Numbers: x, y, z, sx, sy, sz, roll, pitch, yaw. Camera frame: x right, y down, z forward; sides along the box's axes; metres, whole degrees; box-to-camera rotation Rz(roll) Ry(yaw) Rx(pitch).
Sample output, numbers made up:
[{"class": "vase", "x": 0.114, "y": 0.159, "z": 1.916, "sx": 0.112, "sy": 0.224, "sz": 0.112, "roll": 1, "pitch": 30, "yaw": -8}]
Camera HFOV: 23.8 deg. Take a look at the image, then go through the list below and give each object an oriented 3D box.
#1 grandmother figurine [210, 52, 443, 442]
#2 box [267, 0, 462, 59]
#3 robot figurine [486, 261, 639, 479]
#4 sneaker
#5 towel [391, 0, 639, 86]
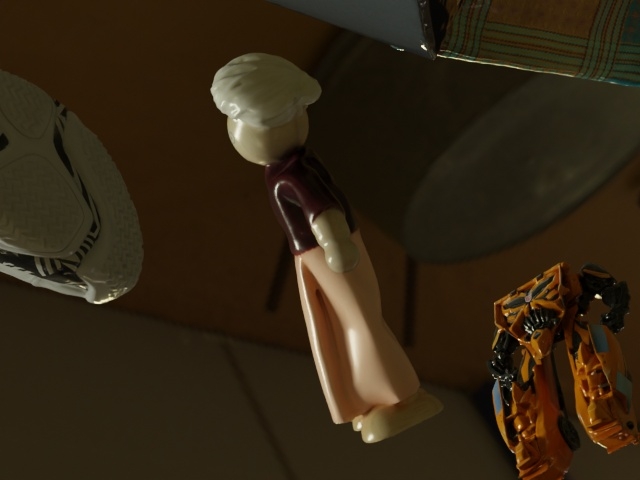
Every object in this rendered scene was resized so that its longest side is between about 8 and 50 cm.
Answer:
[{"class": "grandmother figurine", "x": 0.000, "y": 0.000, "z": 1.302, "sx": 0.342, "sy": 0.104, "sz": 0.208, "roll": 67, "pitch": 167, "yaw": -3}, {"class": "box", "x": 0.031, "y": -0.228, "z": 0.838, "sx": 0.153, "sy": 0.207, "sz": 0.108, "roll": 23, "pitch": 167, "yaw": 16}, {"class": "robot figurine", "x": 0.286, "y": 0.147, "z": 1.826, "sx": 0.085, "sy": 0.211, "sz": 0.291, "roll": 37, "pitch": -148, "yaw": -34}, {"class": "sneaker", "x": -0.312, "y": -0.043, "z": 1.080, "sx": 0.366, "sy": 0.210, "sz": 0.137, "roll": 35, "pitch": -138, "yaw": -31}, {"class": "towel", "x": 0.265, "y": -0.279, "z": 1.425, "sx": 0.370, "sy": 0.271, "sz": 0.040, "roll": 4, "pitch": -156, "yaw": -24}]
